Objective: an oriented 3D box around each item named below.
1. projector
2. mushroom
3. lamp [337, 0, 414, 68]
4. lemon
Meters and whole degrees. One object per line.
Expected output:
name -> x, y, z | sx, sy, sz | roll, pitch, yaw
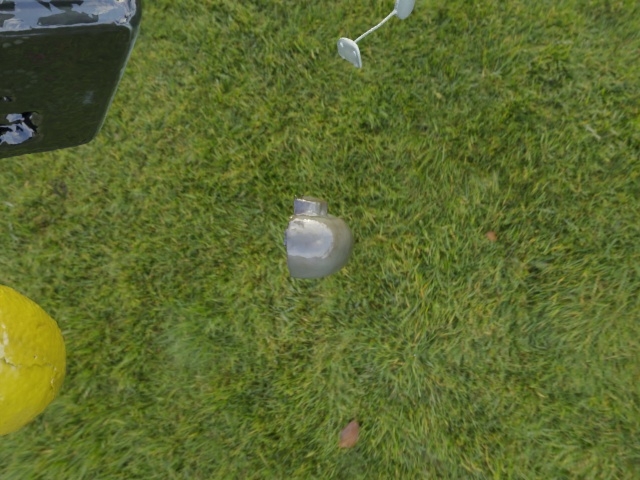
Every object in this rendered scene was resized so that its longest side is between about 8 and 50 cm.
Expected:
projector -> -0.423, -0.363, 0.758 | 0.242, 0.395, 0.405 | -18, 86, -30
mushroom -> 0.000, 0.000, 1.006 | 0.117, 0.188, 0.141 | 14, 99, 2
lamp -> 0.110, -0.370, 1.007 | 0.056, 0.050, 0.198 | 34, 65, 31
lemon -> -0.444, 0.149, 0.730 | 0.204, 0.260, 0.204 | -18, 55, 27
